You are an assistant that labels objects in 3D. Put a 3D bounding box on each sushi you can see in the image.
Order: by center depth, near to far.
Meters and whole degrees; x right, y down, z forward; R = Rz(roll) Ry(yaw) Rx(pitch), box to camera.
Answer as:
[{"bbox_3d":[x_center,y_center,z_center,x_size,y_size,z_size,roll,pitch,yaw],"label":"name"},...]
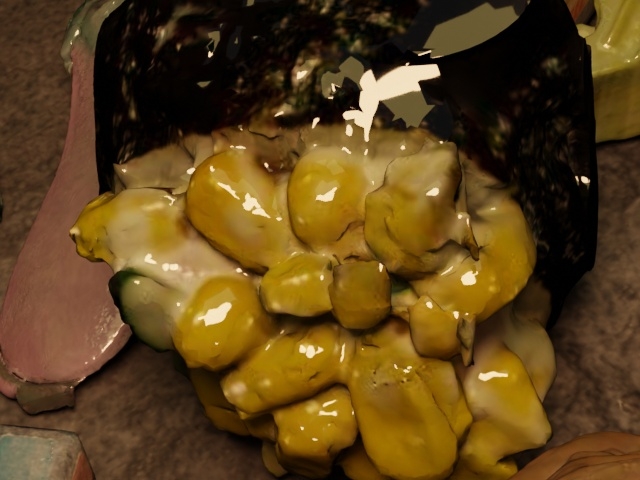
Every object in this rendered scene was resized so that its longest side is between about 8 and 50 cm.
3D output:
[{"bbox_3d":[0.000,0.000,1.078,0.329,0.328,0.285,13,65,16],"label":"sushi"}]

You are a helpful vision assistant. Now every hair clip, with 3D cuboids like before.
[{"bbox_3d":[-0.153,-0.042,1.281,0.110,0.095,0.358,11,55,-5],"label":"hair clip"}]

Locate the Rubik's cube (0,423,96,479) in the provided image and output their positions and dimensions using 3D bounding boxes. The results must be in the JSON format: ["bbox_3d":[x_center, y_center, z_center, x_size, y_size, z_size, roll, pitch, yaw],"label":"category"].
[{"bbox_3d":[-0.241,0.243,0.961,0.237,0.238,0.237,6,51,10],"label":"Rubik's cube"}]

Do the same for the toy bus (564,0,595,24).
[{"bbox_3d":[0.152,-0.175,1.328,0.092,0.106,0.268,22,60,23],"label":"toy bus"}]

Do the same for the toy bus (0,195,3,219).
[{"bbox_3d":[-0.368,-0.010,1.254,0.262,0.128,0.150,-4,51,4],"label":"toy bus"}]

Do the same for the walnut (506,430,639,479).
[{"bbox_3d":[0.194,0.221,0.924,0.273,0.273,0.227,12,90,17],"label":"walnut"}]

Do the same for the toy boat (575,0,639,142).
[{"bbox_3d":[0.240,-0.168,1.306,0.084,0.111,0.276,23,57,18],"label":"toy boat"}]
